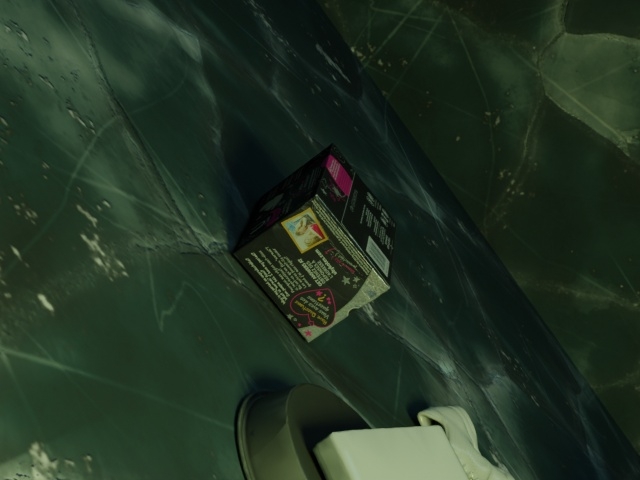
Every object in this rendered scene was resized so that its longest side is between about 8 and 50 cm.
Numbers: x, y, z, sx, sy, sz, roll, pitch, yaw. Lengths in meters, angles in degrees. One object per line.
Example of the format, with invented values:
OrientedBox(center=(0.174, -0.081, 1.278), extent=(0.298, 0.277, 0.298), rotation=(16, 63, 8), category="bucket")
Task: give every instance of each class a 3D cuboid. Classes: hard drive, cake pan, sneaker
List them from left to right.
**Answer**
OrientedBox(center=(0.025, 0.272, 1.235), extent=(0.293, 0.054, 0.293), rotation=(47, 18, -20), category="cake pan")
OrientedBox(center=(0.127, 0.331, 1.162), extent=(0.203, 0.040, 0.307), rotation=(8, 47, -51), category="hard drive")
OrientedBox(center=(0.200, 0.322, 1.612), extent=(0.094, 0.080, 0.212), rotation=(13, 35, -49), category="sneaker")

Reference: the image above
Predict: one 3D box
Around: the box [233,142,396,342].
OrientedBox(center=(0.000, 0.000, 1.565), extent=(0.163, 0.142, 0.247), rotation=(51, 17, -13), category="box")
